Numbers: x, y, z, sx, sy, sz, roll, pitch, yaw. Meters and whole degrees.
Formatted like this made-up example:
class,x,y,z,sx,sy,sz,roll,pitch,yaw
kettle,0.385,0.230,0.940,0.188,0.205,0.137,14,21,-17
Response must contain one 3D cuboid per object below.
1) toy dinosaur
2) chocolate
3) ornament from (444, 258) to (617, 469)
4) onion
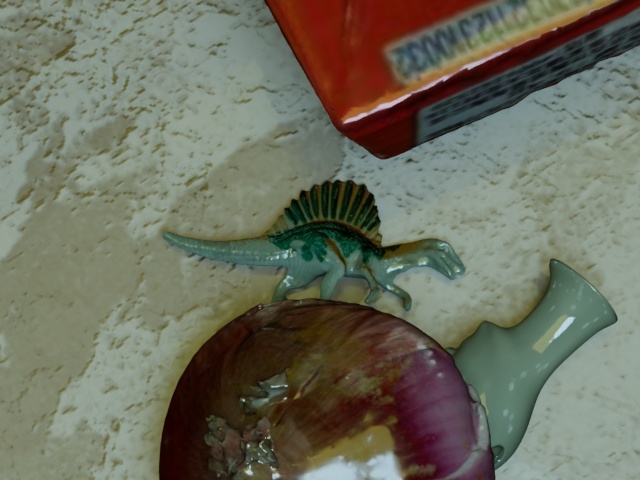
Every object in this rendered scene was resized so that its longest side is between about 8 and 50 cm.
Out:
class,x,y,z,sx,sy,sz,roll,pitch,yaw
toy dinosaur,-0.001,0.001,1.258,0.187,0.044,0.106,27,68,17
chocolate,0.104,-0.259,1.209,0.360,0.161,0.341,-25,72,0
ornament,0.122,0.087,1.223,0.081,0.075,0.156,42,85,12
onion,-0.007,0.146,1.143,0.230,0.163,0.230,0,90,21
